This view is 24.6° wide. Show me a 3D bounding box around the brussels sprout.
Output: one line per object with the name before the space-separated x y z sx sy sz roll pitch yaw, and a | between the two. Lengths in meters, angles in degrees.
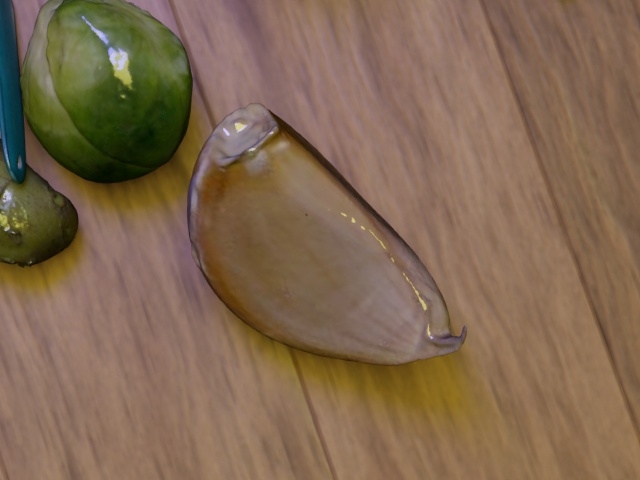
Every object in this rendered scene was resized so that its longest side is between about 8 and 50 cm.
brussels sprout | -0.167 -0.120 1.160 0.117 0.155 0.155 -2 82 -45

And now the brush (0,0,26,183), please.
brush | -0.258 -0.127 1.169 0.032 0.043 0.193 -14 63 10

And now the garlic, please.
garlic | -0.001 0.007 1.139 0.245 0.164 0.145 43 66 -4

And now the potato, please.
potato | -0.280 -0.044 1.165 0.188 0.085 0.105 31 61 -4
